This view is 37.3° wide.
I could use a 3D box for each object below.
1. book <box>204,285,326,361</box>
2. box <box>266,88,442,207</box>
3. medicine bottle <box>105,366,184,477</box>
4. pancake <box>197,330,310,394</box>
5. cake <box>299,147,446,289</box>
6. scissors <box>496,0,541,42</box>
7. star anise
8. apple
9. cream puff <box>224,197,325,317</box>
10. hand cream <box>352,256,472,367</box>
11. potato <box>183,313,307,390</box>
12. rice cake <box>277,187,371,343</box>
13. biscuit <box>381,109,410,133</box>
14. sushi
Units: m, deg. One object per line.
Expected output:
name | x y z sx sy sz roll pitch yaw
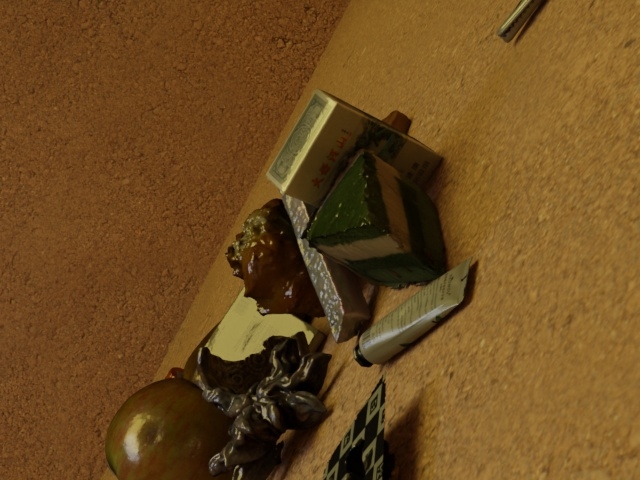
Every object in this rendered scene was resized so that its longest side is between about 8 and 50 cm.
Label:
book | -0.109 0.190 1.735 0.231 0.026 0.161 27 81 46
box | 0.059 -0.120 1.530 0.164 0.257 0.069 -59 42 12
medicine bottle | -0.394 0.455 2.326 0.288 0.157 0.157 -59 12 10
pancake | -0.107 0.212 1.621 0.190 0.184 0.020 -46 2 -15
cake | 0.107 -0.041 1.372 0.172 0.158 0.283 -62 13 -10
scissors | 0.361 -0.413 1.483 0.242 0.031 0.118 -52 14 21
star anise | -0.089 0.274 1.501 0.283 0.129 0.212 -39 26 11
apple | -0.239 0.363 1.671 0.264 0.264 0.264 -57 12 19
cream puff | -0.054 0.033 1.665 0.154 0.241 0.269 -54 -20 24
hand cream | 0.122 0.103 1.257 0.234 0.050 0.080 -43 20 43
potato | -0.148 0.214 1.872 0.369 0.176 0.195 -56 -10 6
rice cake | 0.000 0.000 1.554 0.056 0.073 0.364 -45 51 37
biscuit | 0.055 -0.089 1.943 0.385 0.062 0.365 -50 15 43
sushi | 0.053 0.291 1.111 0.210 0.040 0.192 -84 18 -56
